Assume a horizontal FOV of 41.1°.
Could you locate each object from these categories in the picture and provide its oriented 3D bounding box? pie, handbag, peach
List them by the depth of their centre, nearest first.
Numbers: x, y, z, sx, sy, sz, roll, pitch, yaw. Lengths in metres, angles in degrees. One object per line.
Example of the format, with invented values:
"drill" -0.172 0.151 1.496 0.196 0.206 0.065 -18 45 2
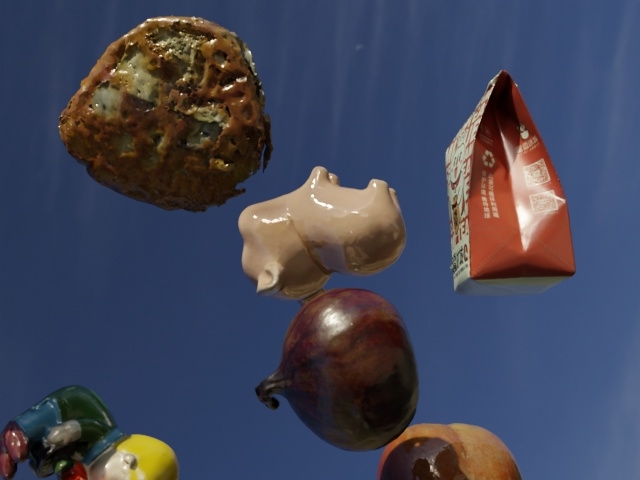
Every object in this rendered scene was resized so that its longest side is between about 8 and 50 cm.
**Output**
"handbag" 0.261 -0.076 1.201 0.171 0.151 0.298 86 -176 -79
"pie" -0.206 -0.182 1.216 0.085 0.308 0.308 -58 -23 -85
"peach" 0.221 0.426 1.443 0.252 0.252 0.252 -12 -72 -41

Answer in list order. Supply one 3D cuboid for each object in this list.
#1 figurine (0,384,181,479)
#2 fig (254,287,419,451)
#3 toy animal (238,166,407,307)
"figurine" -0.288 0.299 1.109 0.127 0.234 0.185 -48 -11 21
"fig" 0.036 0.186 1.222 0.214 0.235 0.235 5 -84 -35
"toy animal" 0.000 0.000 1.610 0.237 0.326 0.269 31 -108 -61
